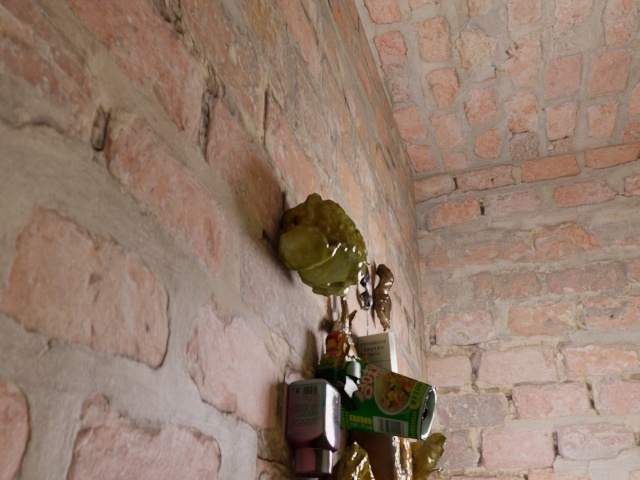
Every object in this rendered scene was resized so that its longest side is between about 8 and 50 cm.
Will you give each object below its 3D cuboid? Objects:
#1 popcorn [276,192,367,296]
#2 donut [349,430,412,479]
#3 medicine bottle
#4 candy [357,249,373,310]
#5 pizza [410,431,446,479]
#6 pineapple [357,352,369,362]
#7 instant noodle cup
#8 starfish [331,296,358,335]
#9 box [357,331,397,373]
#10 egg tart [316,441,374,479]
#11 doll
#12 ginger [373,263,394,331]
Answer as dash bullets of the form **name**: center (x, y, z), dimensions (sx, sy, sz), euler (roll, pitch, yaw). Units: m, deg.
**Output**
- **popcorn**: center (0.000, 0.000, 1.431), dimensions (0.286, 0.173, 0.225), euler (41, 28, -52)
- **donut**: center (0.171, 0.638, 1.743), dimensions (0.299, 0.150, 0.317), euler (9, 73, -71)
- **medicine bottle**: center (-0.013, 0.404, 1.304), dimensions (0.119, 0.094, 0.188), euler (55, 31, -54)
- **candy**: center (0.150, 0.129, 2.098), dimensions (0.094, 0.051, 0.226), euler (50, 36, -80)
- **pizza**: center (0.275, 0.681, 1.893), dimensions (0.075, 0.288, 0.280), euler (34, 15, -25)
- **pineapple**: center (0.135, 0.413, 1.867), dimensions (0.137, 0.069, 0.116), euler (-83, 158, -47)
- **instant noodle cup**: center (0.177, 0.431, 1.618), dimensions (0.207, 0.232, 0.207), euler (9, 90, -66)
- **starfish**: center (0.068, 0.266, 1.712), dimensions (0.236, 0.062, 0.277), euler (-30, 119, -74)
- **box**: center (0.183, 0.417, 1.917), dimensions (0.035, 0.139, 0.245), euler (12, 70, -43)
- **egg tart**: center (0.047, 0.623, 1.342), dimensions (0.341, 0.132, 0.341), euler (-5, 90, -74)
- **doll**: center (0.050, 0.322, 1.530), dimensions (0.134, 0.106, 0.186), euler (35, 47, -49)
- **ginger**: center (0.247, 0.202, 2.327), dimensions (0.122, 0.084, 0.290), euler (57, 28, -42)
